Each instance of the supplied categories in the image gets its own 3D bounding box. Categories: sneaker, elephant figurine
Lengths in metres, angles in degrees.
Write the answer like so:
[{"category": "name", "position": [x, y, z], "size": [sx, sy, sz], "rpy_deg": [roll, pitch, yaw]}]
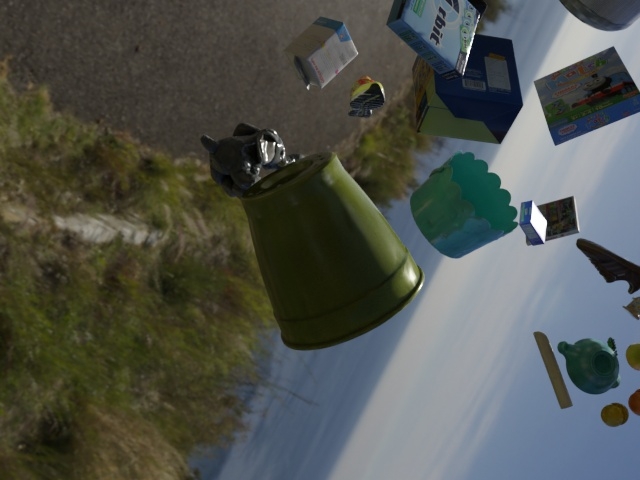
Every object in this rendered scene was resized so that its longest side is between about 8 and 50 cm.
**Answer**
[{"category": "sneaker", "position": [0.112, -0.379, 1.910], "size": [0.208, 0.082, 0.094], "rpy_deg": [162, -67, -78]}, {"category": "elephant figurine", "position": [-0.166, -0.229, 1.927], "size": [0.239, 0.169, 0.186], "rpy_deg": [-44, 166, -25]}, {"category": "sneaker", "position": [0.683, 0.063, 1.782], "size": [0.071, 0.188, 0.066], "rpy_deg": [-63, 177, 12]}]

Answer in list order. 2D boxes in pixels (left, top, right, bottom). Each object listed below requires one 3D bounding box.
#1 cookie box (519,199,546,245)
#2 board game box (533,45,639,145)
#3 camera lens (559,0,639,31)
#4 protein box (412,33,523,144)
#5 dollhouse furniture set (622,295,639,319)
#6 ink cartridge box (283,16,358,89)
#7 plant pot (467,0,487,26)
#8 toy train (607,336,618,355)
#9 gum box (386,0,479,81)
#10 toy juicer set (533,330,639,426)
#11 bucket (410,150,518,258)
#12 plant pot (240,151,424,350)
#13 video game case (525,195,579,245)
[{"category": "cookie box", "position": [0.636, -0.052, 2.249], "size": [0.107, 0.040, 0.091], "rpy_deg": [48, 44, -35]}, {"category": "board game box", "position": [0.483, -0.266, 1.368], "size": [0.160, 0.039, 0.211], "rpy_deg": [-22, -150, 21]}, {"category": "camera lens", "position": [0.581, -0.548, 1.404], "size": [0.219, 0.219, 0.274], "rpy_deg": [-55, -174, -38]}, {"category": "protein box", "position": [0.321, -0.344, 1.668], "size": [0.136, 0.200, 0.201], "rpy_deg": [109, -15, -56]}, {"category": "dollhouse furniture set", "position": [1.049, 0.209, 2.174], "size": [0.212, 0.242, 0.161], "rpy_deg": [-45, 175, 9]}, {"category": "ink cartridge box", "position": [-0.006, -0.420, 1.699], "size": [0.143, 0.090, 0.092], "rpy_deg": [-44, 134, -13]}, {"category": "plant pot", "position": [0.402, -0.755, 2.482], "size": [0.167, 0.188, 0.187], "rpy_deg": [-10, 146, -27]}, {"category": "toy train", "position": [0.819, 0.303, 2.111], "size": [0.083, 0.017, 0.023], "rpy_deg": [-69, -178, -59]}, {"category": "gum box", "position": [0.215, -0.416, 1.411], "size": [0.041, 0.184, 0.157], "rpy_deg": [-9, -123, 49]}, {"category": "toy juicer set", "position": [0.649, 0.334, 1.782], "size": [0.089, 0.329, 0.209], "rpy_deg": [124, -29, -71]}, {"category": "bucket", "position": [0.401, -0.095, 2.125], "size": [0.183, 0.281, 0.281], "rpy_deg": [-37, -172, 36]}, {"category": "plant pot", "position": [0.000, 0.000, 1.713], "size": [0.367, 0.353, 0.366], "rpy_deg": [-24, -164, 7]}, {"category": "video game case", "position": [0.822, -0.071, 2.677], "size": [0.023, 0.183, 0.201], "rpy_deg": [59, 29, -30]}]
